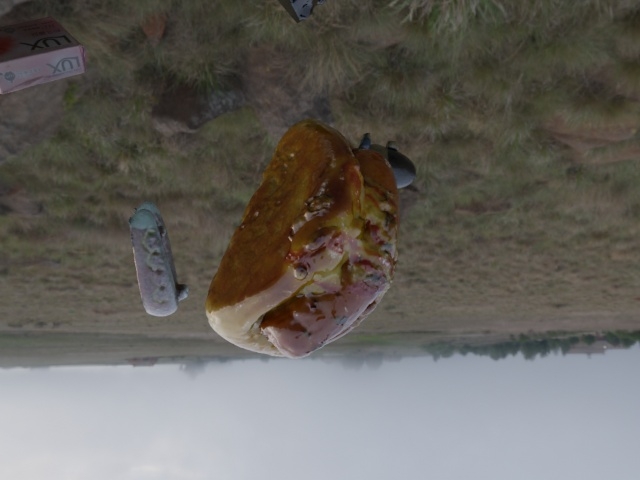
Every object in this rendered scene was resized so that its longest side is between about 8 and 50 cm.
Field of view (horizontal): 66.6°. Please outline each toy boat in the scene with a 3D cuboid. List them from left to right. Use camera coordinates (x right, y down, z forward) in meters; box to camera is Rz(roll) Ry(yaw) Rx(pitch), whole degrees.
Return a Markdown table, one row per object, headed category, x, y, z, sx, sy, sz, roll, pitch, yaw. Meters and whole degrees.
| category | x | y | z | sx | sy | sz | roll | pitch | yaw |
| --- | --- | --- | --- | --- | --- | --- | --- | --- | --- |
| toy boat | -0.311 | 0.039 | 0.954 | 0.085 | 0.227 | 0.155 | -8 | -163 | -14 |

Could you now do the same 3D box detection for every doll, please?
| category | x | y | z | sx | sy | sz | roll | pitch | yaw |
| --- | --- | --- | --- | --- | --- | --- | --- | --- | --- |
| doll | 0.074 | -0.117 | 0.770 | 0.180 | 0.101 | 0.089 | 8 | -161 | -20 |

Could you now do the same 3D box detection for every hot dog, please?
| category | x | y | z | sx | sy | sz | roll | pitch | yaw |
| --- | --- | --- | --- | --- | --- | --- | --- | --- | --- |
| hot dog | 0.000 | 0.000 | 0.499 | 0.153 | 0.256 | 0.150 | 8 | 159 | 44 |

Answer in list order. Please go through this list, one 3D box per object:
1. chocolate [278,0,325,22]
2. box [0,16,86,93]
| category | x | y | z | sx | sy | sz | roll | pitch | yaw |
| --- | --- | --- | --- | --- | --- | --- | --- | --- | --- |
| chocolate | -0.023 | -0.462 | 0.715 | 0.177 | 0.206 | 0.224 | -36 | -162 | 9 |
| box | -0.495 | -0.315 | 0.825 | 0.156 | 0.111 | 0.060 | -33 | 154 | -31 |
